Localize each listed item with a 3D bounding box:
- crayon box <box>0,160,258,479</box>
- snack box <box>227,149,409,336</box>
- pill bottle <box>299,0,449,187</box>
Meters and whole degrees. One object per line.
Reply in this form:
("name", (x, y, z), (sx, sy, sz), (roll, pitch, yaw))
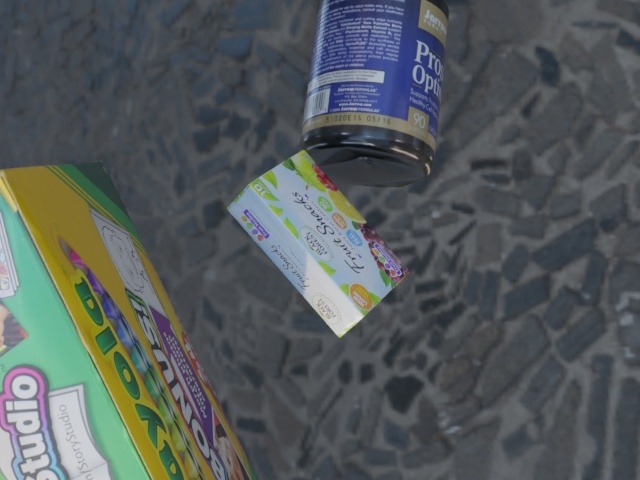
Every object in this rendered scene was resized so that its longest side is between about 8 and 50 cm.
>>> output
("crayon box", (-0.150, 0.126, 0.877), (0.313, 0.106, 0.363), (-97, -19, -85))
("snack box", (0.000, 0.000, 1.007), (0.141, 0.100, 0.037), (48, 125, 2))
("pill bottle", (0.052, -0.168, 1.097), (0.122, 0.122, 0.219), (-12, 66, 52))
